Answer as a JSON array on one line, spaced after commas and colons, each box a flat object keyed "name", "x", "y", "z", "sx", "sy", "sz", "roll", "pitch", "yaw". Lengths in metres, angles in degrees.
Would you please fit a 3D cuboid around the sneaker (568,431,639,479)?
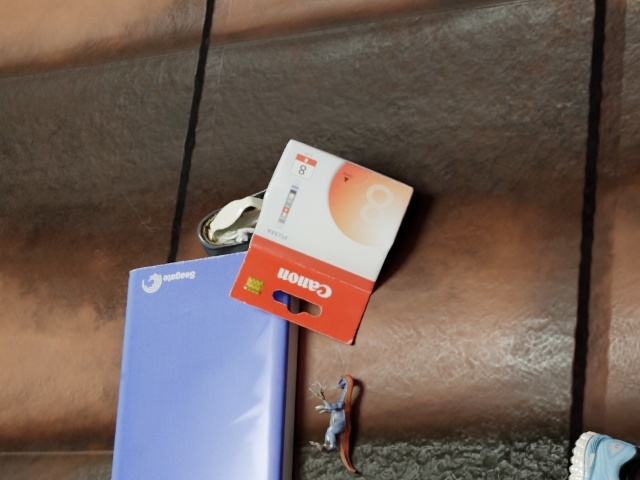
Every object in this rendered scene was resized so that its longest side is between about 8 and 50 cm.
[{"name": "sneaker", "x": 0.261, "y": 0.256, "z": 1.434, "sx": 0.073, "sy": 0.063, "sz": 0.162, "roll": 3, "pitch": 71, "yaw": 26}]

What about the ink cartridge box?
[{"name": "ink cartridge box", "x": 0.000, "y": 0.000, "z": 1.657, "sx": 0.145, "sy": 0.045, "sz": 0.179, "roll": 22, "pitch": 77, "yaw": 1}]

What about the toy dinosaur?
[{"name": "toy dinosaur", "x": 0.021, "y": 0.183, "z": 1.625, "sx": 0.090, "sy": 0.047, "sz": 0.082, "roll": 37, "pitch": 79, "yaw": 2}]

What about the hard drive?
[{"name": "hard drive", "x": -0.125, "y": 0.173, "z": 1.696, "sx": 0.210, "sy": 0.040, "sz": 0.319, "roll": -9, "pitch": 66, "yaw": 26}]

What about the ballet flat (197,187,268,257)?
[{"name": "ballet flat", "x": -0.049, "y": -0.034, "z": 1.725, "sx": 0.203, "sy": 0.074, "sz": 0.074, "roll": -23, "pitch": 60, "yaw": 19}]
